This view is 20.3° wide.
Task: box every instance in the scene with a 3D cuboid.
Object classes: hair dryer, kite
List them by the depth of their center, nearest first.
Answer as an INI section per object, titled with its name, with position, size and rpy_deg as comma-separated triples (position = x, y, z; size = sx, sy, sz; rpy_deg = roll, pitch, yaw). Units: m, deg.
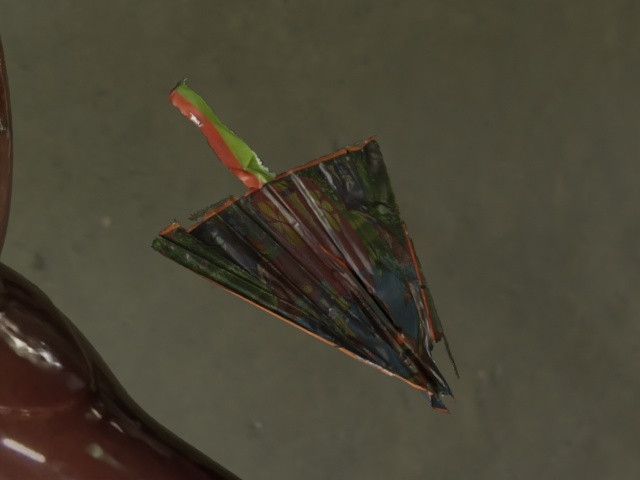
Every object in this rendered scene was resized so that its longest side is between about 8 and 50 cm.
[hair dryer]
position = -0.116, 0.003, 0.722
size = 0.123, 0.312, 0.340
rpy_deg = -48, 157, -44
[kite]
position = 0.000, 0.000, 0.774
size = 0.183, 0.014, 0.241
rpy_deg = 48, 26, 1
